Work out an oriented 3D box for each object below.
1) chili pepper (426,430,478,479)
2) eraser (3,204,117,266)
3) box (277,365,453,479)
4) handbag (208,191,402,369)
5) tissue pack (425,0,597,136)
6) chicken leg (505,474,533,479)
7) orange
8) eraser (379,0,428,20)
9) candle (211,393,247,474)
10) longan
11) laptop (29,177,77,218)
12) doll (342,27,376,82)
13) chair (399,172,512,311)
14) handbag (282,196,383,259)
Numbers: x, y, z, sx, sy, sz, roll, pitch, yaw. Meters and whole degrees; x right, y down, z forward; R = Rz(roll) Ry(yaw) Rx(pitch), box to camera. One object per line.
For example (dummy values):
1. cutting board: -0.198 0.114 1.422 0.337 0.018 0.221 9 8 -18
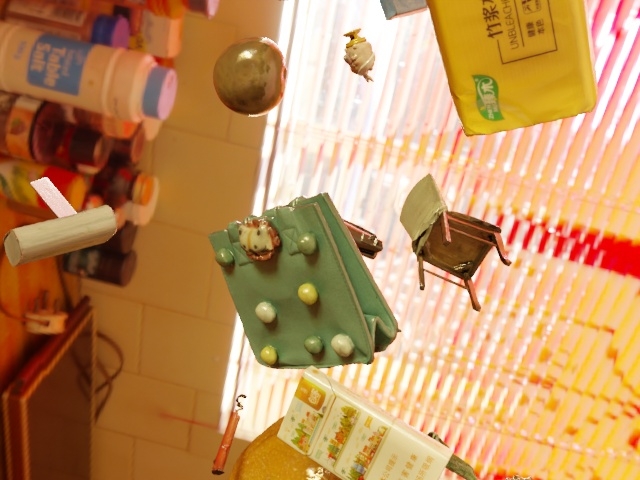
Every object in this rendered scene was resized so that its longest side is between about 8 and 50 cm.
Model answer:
1. chili pepper: 0.381 0.639 2.048 0.059 0.227 0.088 -36 -157 27
2. eraser: -0.616 -0.011 1.697 0.174 0.227 0.081 -18 -90 56
3. box: 0.055 0.273 0.964 0.032 0.221 0.122 -25 140 -61
4. handbag: -0.042 0.080 1.125 0.100 0.269 0.274 -36 107 -42
5. tissue pack: 0.280 -0.391 1.099 0.293 0.229 0.381 -67 141 -58
6. chicken leg: 0.422 0.606 1.584 0.125 0.081 0.196 -92 -168 -54
7. orange: -0.008 0.459 1.279 0.356 0.322 0.322 -63 -178 20
8. eraser: 0.135 -0.590 1.381 0.043 0.144 0.311 -8 -75 56
9. candle: -0.155 0.327 1.221 0.026 0.021 0.167 -48 -164 33
10. longan: -0.188 -0.436 1.913 0.220 0.197 0.196 106 0 -49
11. laptop: -0.676 -0.077 1.870 0.016 0.197 0.135 -36 -171 4
12. doll: 0.087 -0.423 1.668 0.084 0.073 0.127 -28 102 -37
13. chair: 0.298 -0.002 1.644 0.319 0.186 0.160 -89 -158 -61
14. handbag: 0.000 -0.001 1.756 0.285 0.257 0.113 142 -37 -66
